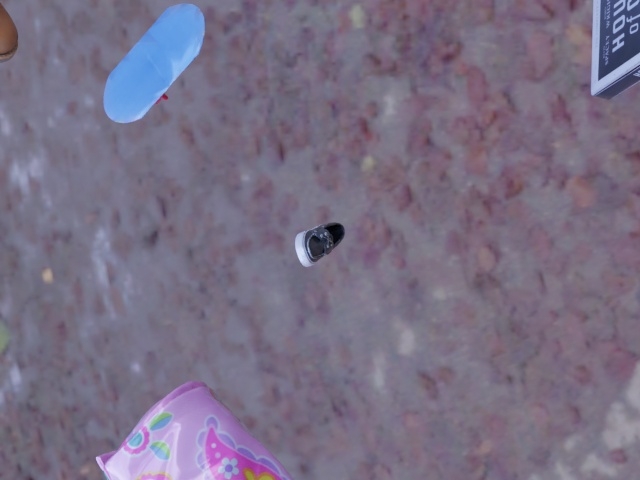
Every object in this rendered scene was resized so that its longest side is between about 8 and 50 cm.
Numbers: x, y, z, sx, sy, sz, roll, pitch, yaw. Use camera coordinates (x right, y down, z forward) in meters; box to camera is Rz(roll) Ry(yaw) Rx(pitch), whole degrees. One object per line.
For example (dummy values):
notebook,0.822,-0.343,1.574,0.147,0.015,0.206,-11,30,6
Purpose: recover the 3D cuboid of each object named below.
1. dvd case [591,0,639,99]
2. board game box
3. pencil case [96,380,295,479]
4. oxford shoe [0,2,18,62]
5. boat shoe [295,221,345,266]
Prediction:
dvd case,0.308,-0.245,1.073,0.238,0.029,0.179,145,132,-68
board game box,-0.189,-0.204,1.468,0.169,0.033,0.133,-48,39,8
pencil case,-0.055,0.246,0.985,0.284,0.124,0.124,47,131,11
oxford shoe,-0.341,-0.255,1.104,0.076,0.076,0.212,-25,109,39
boat shoe,0.000,0.000,1.800,0.040,0.142,0.049,-21,98,20
